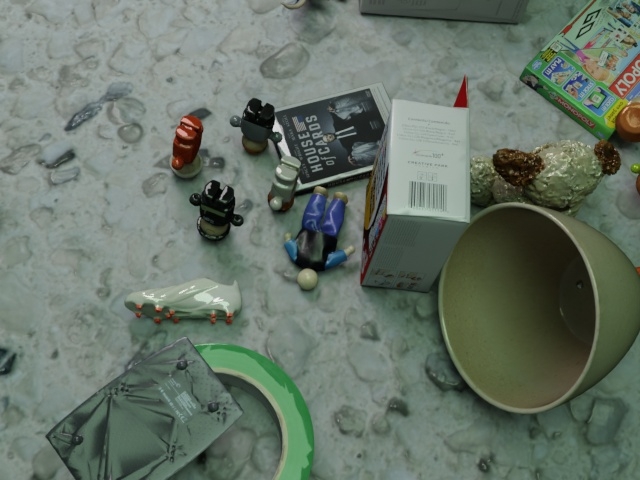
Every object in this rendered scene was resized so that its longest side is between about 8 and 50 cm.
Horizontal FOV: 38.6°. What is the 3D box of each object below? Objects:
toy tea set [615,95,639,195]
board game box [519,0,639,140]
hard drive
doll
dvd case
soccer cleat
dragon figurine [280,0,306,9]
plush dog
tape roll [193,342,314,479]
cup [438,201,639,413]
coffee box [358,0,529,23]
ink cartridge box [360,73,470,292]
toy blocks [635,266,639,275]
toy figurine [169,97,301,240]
[{"bbox_3d":[0.675,-0.123,1.706,0.200,0.124,0.335,-19,82,16],"label":"toy tea set"},{"bbox_3d":[0.579,-0.368,1.833,0.213,0.046,0.317,40,69,12],"label":"board game box"},{"bbox_3d":[-0.262,0.282,1.384,0.255,0.054,0.172,-35,74,-18],"label":"hard drive"},{"bbox_3d":[0.000,0.000,1.617,0.129,0.046,0.188,16,66,2],"label":"doll"},{"bbox_3d":[0.035,-0.193,1.712,0.239,0.029,0.179,-16,69,-13],"label":"dvd case"},{"bbox_3d":[-0.231,0.097,1.546,0.196,0.068,0.076,4,62,-12],"label":"soccer cleat"},{"bbox_3d":[-0.032,-0.547,1.815,0.144,0.085,0.289,24,64,23],"label":"dragon figurine"},{"bbox_3d":[0.399,-0.095,1.600,0.263,0.225,0.210,-10,68,-10],"label":"plush dog"},{"bbox_3d":[-0.172,0.326,1.445,0.322,0.077,0.321,2,66,-5],"label":"tape roll"},{"bbox_3d":[0.392,0.103,1.495,0.237,0.331,0.331,-1,64,-35],"label":"cup"},{"bbox_3d":[0.253,-0.664,1.766,0.338,0.337,0.334,2,66,-4],"label":"coffee box"},{"bbox_3d":[0.154,-0.094,1.530,0.130,0.309,0.271,6,66,-3],"label":"ink cartridge box"},{"bbox_3d":[0.566,0.098,1.628,0.148,0.054,0.123,-7,68,-9],"label":"toy blocks"},{"bbox_3d":[-0.148,-0.124,1.609,0.210,0.148,0.213,-21,68,-20],"label":"toy figurine"}]
